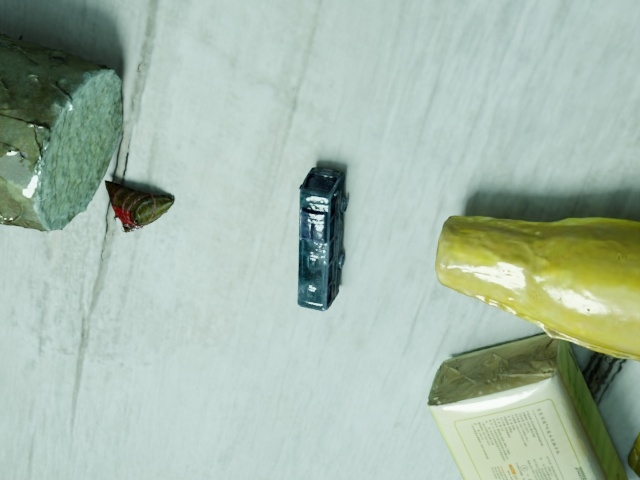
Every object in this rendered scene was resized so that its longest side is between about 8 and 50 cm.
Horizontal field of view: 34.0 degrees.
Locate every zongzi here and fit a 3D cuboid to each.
[{"bbox_3d":[-0.232,-0.032,1.296,0.083,0.067,0.074,26,137,26],"label":"zongzi"}]

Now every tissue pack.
[{"bbox_3d":[0.248,0.242,1.229,0.159,0.125,0.234,-19,109,25],"label":"tissue pack"}]

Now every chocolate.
[{"bbox_3d":[0.342,0.049,1.094,0.445,0.162,0.162,12,121,18],"label":"chocolate"}]

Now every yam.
[{"bbox_3d":[-0.417,-0.139,1.191,0.348,0.241,0.241,13,121,9],"label":"yam"}]

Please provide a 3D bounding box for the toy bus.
[{"bbox_3d":[0.000,0.000,1.216,0.047,0.065,0.166,10,121,15],"label":"toy bus"}]

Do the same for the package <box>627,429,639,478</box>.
[{"bbox_3d":[0.432,0.272,1.228,0.131,0.047,0.071,17,125,8],"label":"package"}]
